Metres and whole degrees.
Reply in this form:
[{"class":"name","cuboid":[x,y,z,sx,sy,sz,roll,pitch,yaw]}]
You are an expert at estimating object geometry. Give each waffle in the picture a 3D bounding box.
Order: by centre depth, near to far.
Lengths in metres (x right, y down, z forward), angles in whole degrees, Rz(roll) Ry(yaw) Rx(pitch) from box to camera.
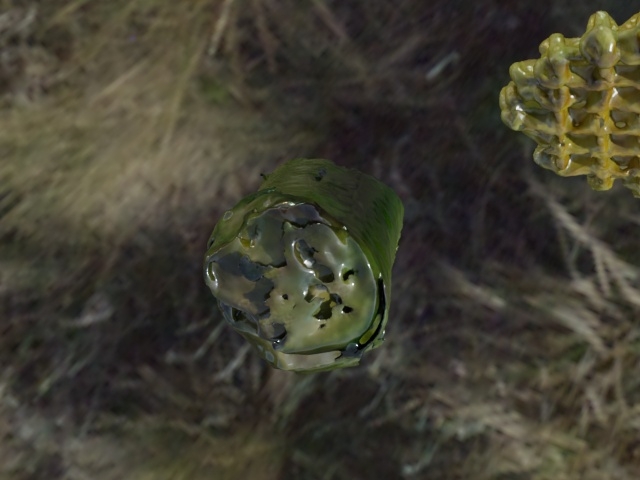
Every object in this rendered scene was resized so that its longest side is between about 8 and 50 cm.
[{"class":"waffle","cuboid":[0.287,-0.112,1.475,0.253,0.056,0.249,18,151,-18]}]

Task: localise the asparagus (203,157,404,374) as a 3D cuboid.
[{"class":"asparagus","cuboid":[0.000,0.000,1.198,0.128,0.382,0.108,42,102,-3]}]
